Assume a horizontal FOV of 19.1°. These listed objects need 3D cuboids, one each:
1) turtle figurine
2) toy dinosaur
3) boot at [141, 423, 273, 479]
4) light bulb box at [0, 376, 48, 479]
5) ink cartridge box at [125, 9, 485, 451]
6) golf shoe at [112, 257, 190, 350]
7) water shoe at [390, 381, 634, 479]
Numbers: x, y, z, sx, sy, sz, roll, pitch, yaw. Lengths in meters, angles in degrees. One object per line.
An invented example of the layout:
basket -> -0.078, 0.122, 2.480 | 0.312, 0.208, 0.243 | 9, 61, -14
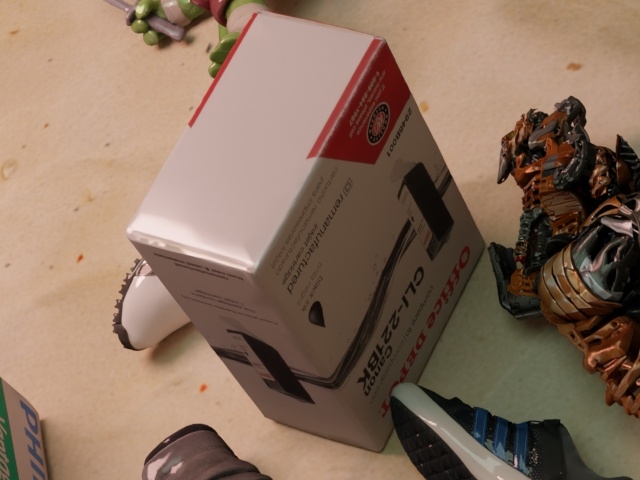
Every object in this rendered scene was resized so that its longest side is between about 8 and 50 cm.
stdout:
turtle figurine -> -0.128, -0.220, 1.637 | 0.198, 0.275, 0.266 | -48, 46, 35
toy dinosaur -> 0.229, 0.017, 1.359 | 0.218, 0.164, 0.322 | -32, 67, 21
boot -> -0.110, 0.297, 1.329 | 0.223, 0.118, 0.338 | 19, 55, 37
light bulb box -> -0.391, 0.280, 1.389 | 0.361, 0.225, 0.358 | -24, 50, 9
ink cartridge box -> 0.000, 0.000, 1.369 | 0.114, 0.273, 0.197 | 16, 66, 29
golf shoe -> -0.078, 0.023, 1.516 | 0.198, 0.077, 0.094 | -45, 51, -7
water shoe -> 0.136, 0.156, 1.338 | 0.080, 0.073, 0.203 | -33, 51, -27
